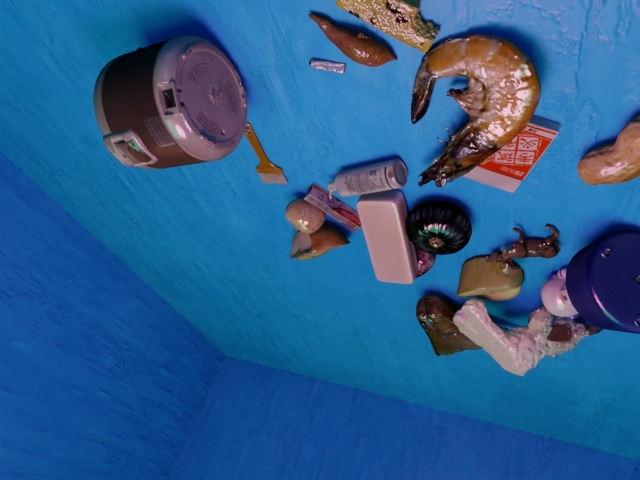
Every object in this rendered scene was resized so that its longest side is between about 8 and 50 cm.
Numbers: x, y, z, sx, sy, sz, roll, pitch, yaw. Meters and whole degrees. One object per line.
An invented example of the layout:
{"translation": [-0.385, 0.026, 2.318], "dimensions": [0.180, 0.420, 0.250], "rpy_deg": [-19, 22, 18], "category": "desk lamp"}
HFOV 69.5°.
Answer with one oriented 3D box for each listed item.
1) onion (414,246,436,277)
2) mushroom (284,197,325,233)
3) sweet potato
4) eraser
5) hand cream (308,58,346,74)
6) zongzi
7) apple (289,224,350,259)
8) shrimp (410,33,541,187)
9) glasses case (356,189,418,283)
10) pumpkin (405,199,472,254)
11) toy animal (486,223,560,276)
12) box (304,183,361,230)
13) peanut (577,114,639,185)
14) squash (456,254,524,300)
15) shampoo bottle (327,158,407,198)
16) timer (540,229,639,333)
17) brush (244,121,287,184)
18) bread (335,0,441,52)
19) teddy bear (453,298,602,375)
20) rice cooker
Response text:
{"translation": [0.324, 0.092, 1.676], "dimensions": [0.151, 0.098, 0.205], "rpy_deg": [40, 145, -24], "category": "onion"}
{"translation": [-0.052, -0.087, 1.603], "dimensions": [0.147, 0.148, 0.112], "rpy_deg": [25, 134, -4], "category": "mushroom"}
{"translation": [0.068, -0.442, 1.034], "dimensions": [0.226, 0.068, 0.068], "rpy_deg": [26, 150, -4], "category": "sweet potato"}
{"translation": [0.459, -0.222, 1.151], "dimensions": [0.157, 0.038, 0.230], "rpy_deg": [19, 149, 5], "category": "eraser"}
{"translation": [0.017, -0.431, 1.137], "dimensions": [0.093, 0.019, 0.030], "rpy_deg": [11, 147, 5], "category": "hand cream"}
{"translation": [0.582, 0.326, 1.833], "dimensions": [0.360, 0.160, 0.323], "rpy_deg": [-9, 137, 29], "category": "zongzi"}
{"translation": [0.000, 0.000, 1.720], "dimensions": [0.193, 0.120, 0.265], "rpy_deg": [-11, 177, -22], "category": "apple"}
{"translation": [0.308, -0.279, 1.084], "dimensions": [0.272, 0.085, 0.445], "rpy_deg": [37, 148, 7], "category": "shrimp"}
{"translation": [0.226, -0.007, 1.522], "dimensions": [0.143, 0.076, 0.337], "rpy_deg": [4, 129, 30], "category": "glasses case"}
{"translation": [0.360, -0.034, 1.410], "dimensions": [0.201, 0.140, 0.202], "rpy_deg": [11, 147, 7], "category": "pumpkin"}
{"translation": [0.613, 0.039, 1.410], "dimensions": [0.214, 0.094, 0.186], "rpy_deg": [-3, 150, 24], "category": "toy animal"}
{"translation": [0.049, -0.111, 1.579], "dimensions": [0.218, 0.055, 0.039], "rpy_deg": [33, 150, -15], "category": "box"}
{"translation": [0.677, -0.196, 0.992], "dimensions": [0.117, 0.101, 0.263], "rpy_deg": [49, 152, 5], "category": "peanut"}
{"translation": [0.587, 0.156, 1.587], "dimensions": [0.220, 0.133, 0.220], "rpy_deg": [12, 150, 7], "category": "squash"}
{"translation": [0.128, -0.181, 1.387], "dimensions": [0.262, 0.085, 0.085], "rpy_deg": [-6, 140, 40], "category": "shampoo bottle"}
{"translation": [0.790, 0.142, 1.352], "dimensions": [0.270, 0.271, 0.383], "rpy_deg": [23, 165, -1], "category": "timer"}
{"translation": [-0.196, -0.282, 1.511], "dimensions": [0.103, 0.013, 0.272], "rpy_deg": [5, 145, 26], "category": "brush"}
{"translation": [0.145, -0.473, 0.948], "dimensions": [0.226, 0.049, 0.088], "rpy_deg": [25, 149, -6], "category": "bread"}
{"translation": [0.746, 0.291, 1.668], "dimensions": [0.375, 0.362, 0.327], "rpy_deg": [48, 163, 21], "category": "teddy bear"}
{"translation": [-0.398, -0.347, 1.227], "dimensions": [0.325, 0.335, 0.335], "rpy_deg": [-2, 142, 29], "category": "rice cooker"}
